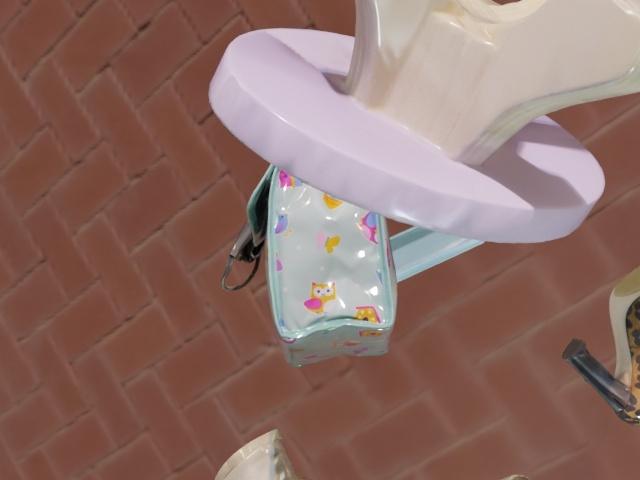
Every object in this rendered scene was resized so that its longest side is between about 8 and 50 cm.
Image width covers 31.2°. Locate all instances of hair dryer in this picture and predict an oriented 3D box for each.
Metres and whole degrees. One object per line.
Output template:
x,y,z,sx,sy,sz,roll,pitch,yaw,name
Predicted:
-0.032,-0.076,1.526,0.080,0.223,0.293,23,118,4,hair dryer

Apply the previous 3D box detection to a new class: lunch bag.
0.000,0.000,1.338,0.160,0.223,0.262,-8,77,-1,lunch bag

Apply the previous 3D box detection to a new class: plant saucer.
0.130,0.009,1.542,0.018,0.192,0.067,44,155,61,plant saucer

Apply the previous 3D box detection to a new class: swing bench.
-0.048,0.477,1.792,0.165,0.254,0.253,-30,50,4,swing bench

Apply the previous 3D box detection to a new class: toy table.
0.086,-0.116,0.662,0.252,0.274,0.160,50,126,33,toy table

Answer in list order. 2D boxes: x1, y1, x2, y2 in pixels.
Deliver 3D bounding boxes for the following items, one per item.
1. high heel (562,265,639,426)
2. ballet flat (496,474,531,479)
0.501,0.141,1.679,0.186,0.093,0.261,43,90,-11,high heel
0.311,0.438,1.827,0.123,0.348,0.123,-8,72,27,ballet flat
